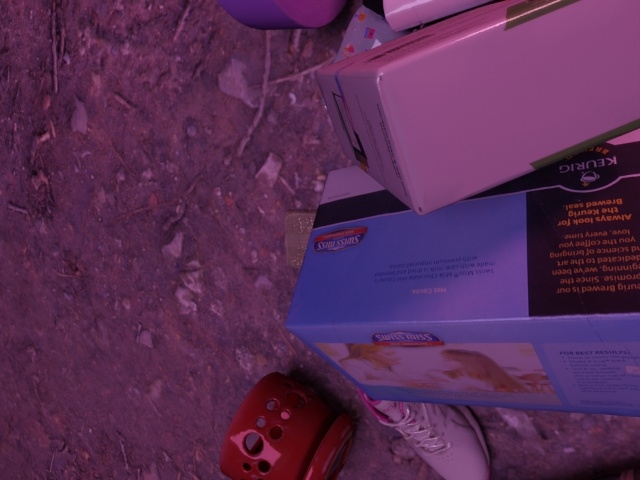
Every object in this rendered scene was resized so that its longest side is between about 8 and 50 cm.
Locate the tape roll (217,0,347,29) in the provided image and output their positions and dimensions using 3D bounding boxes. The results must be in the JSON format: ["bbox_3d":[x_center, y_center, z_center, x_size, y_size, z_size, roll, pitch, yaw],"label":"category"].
[{"bbox_3d":[-0.048,-0.414,0.597,0.090,0.275,0.274,12,106,30],"label":"tape roll"}]

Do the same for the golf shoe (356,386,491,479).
[{"bbox_3d":[0.131,0.253,0.708,0.115,0.140,0.306,-43,78,29],"label":"golf shoe"}]

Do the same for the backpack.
[{"bbox_3d":[0.080,-0.233,0.650,0.152,0.115,0.182,38,117,20],"label":"backpack"}]

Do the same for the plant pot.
[{"bbox_3d":[-0.049,0.349,0.812,0.174,0.191,0.191,24,112,20],"label":"plant pot"}]

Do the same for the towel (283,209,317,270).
[{"bbox_3d":[0.000,0.000,0.802,0.148,0.027,0.110,-1,100,32],"label":"towel"}]

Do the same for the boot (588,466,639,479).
[{"bbox_3d":[0.355,0.497,0.618,0.284,0.138,0.377,-23,84,32],"label":"boot"}]

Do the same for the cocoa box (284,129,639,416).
[{"bbox_3d":[0.180,0.043,0.527,0.347,0.231,0.227,-8,51,32],"label":"cocoa box"}]

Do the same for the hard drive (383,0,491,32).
[{"bbox_3d":[0.234,-0.382,0.500,0.353,0.047,0.232,-8,74,27],"label":"hard drive"}]

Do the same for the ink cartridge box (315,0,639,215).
[{"bbox_3d":[0.124,-0.146,0.464,0.202,0.278,0.117,-22,112,-1],"label":"ink cartridge box"}]
